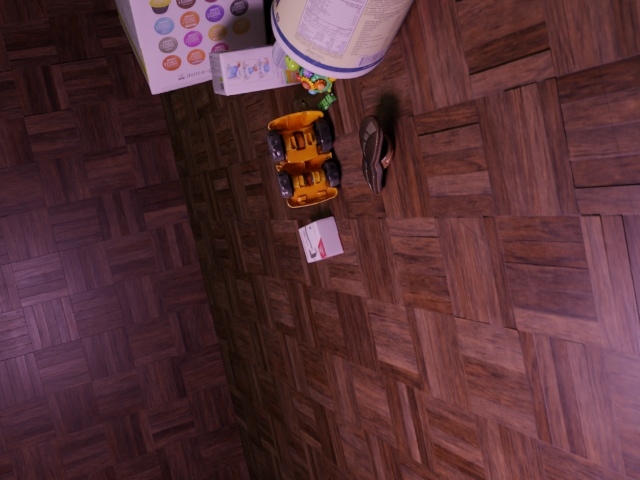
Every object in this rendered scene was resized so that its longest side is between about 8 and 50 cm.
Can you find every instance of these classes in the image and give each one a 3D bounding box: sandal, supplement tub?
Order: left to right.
[{"bbox_3d":[0.055,-0.459,1.253,0.236,0.235,0.325,68,157,18],"label":"supplement tub"},{"bbox_3d":[0.122,-0.179,1.522,0.219,0.060,0.090,80,169,-53],"label":"sandal"}]

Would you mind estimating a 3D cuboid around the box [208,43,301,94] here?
[{"bbox_3d":[-0.164,-0.433,1.851,0.114,0.203,0.103,-149,49,-63],"label":"box"}]

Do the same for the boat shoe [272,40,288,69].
[{"bbox_3d":[-0.027,-0.490,1.649,0.302,0.109,0.094,141,129,-58],"label":"boat shoe"}]

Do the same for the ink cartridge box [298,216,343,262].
[{"bbox_3d":[0.000,0.000,1.927,0.135,0.056,0.099,-23,83,68],"label":"ink cartridge box"}]

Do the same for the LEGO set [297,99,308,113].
[{"bbox_3d":[-0.053,-0.321,1.894,0.054,0.023,0.083,-130,33,-48],"label":"LEGO set"}]

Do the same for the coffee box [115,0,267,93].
[{"bbox_3d":[-0.362,-0.656,1.962,0.334,0.337,0.338,90,157,-53],"label":"coffee box"}]

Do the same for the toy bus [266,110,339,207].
[{"bbox_3d":[-0.054,-0.208,1.833,0.211,0.149,0.220,-137,34,-75],"label":"toy bus"}]

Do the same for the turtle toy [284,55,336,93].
[{"bbox_3d":[-0.024,-0.384,1.676,0.130,0.066,0.095,45,164,-14],"label":"turtle toy"}]

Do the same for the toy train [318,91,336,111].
[{"bbox_3d":[0.016,-0.325,1.734,0.024,0.017,0.083,63,158,1],"label":"toy train"}]
